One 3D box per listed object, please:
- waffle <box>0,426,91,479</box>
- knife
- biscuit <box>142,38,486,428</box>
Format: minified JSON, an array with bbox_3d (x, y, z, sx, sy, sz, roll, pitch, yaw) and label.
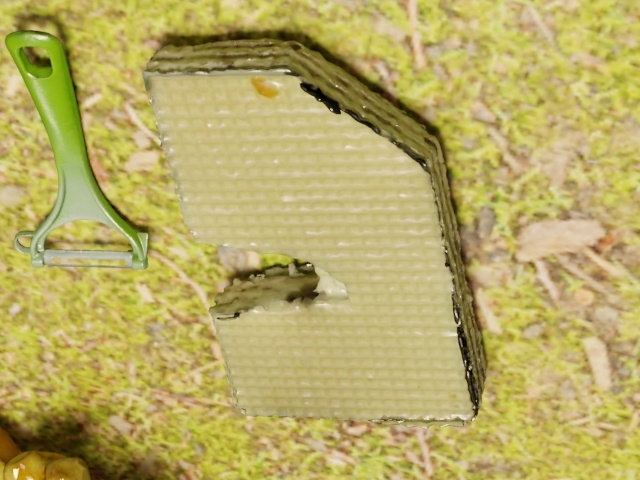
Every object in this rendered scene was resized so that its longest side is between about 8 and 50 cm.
[{"bbox_3d":[-0.166,0.247,1.206,0.283,0.065,0.309,26,124,26],"label":"waffle"},{"bbox_3d":[-0.141,-0.048,1.041,0.078,0.022,0.166,-3,130,8],"label":"knife"},{"bbox_3d":[0.000,0.000,1.032,0.147,0.046,0.250,-2,130,17],"label":"biscuit"}]
